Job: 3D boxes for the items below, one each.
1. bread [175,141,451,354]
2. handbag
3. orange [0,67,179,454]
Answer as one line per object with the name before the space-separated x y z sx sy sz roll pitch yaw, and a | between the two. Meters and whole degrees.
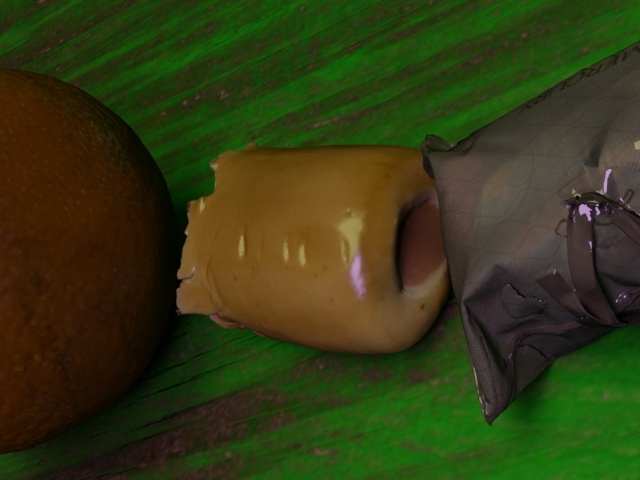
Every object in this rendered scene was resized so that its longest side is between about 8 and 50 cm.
bread | -0.001 -0.001 0.818 0.173 0.085 0.134 -1 62 43
handbag | 0.160 -0.024 0.661 0.270 0.117 0.183 -26 58 36
orange | -0.215 0.011 0.890 0.264 0.264 0.264 -24 49 30
